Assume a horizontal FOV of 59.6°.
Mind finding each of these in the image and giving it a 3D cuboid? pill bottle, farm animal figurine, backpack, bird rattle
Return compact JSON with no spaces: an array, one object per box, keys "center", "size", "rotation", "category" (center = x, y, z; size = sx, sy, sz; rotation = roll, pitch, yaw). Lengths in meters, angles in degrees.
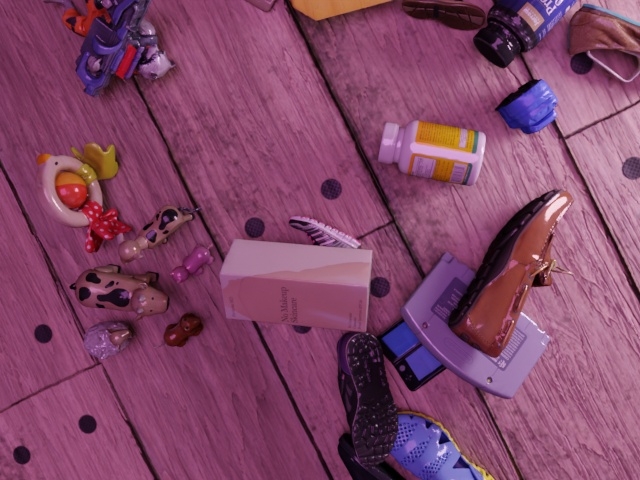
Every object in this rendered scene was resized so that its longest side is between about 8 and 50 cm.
[{"center":[0.233,-0.190,1.186],"size":[0.209,0.117,0.117],"rotation":[11,95,6],"category":"pill bottle"},{"center":[-0.408,0.096,1.255],"size":[0.327,0.172,0.330],"rotation":[-8,92,8],"category":"farm animal figurine"},{"center":[0.437,-0.277,1.154],"size":[0.098,0.120,0.101],"rotation":[-42,88,7],"category":"backpack"},{"center":[-0.549,-0.097,1.257],"size":[0.143,0.207,0.253],"rotation":[-6,83,26],"category":"bird rattle"},{"center":[0.423,-0.468,1.142],"size":[0.123,0.123,0.219],"rotation":[43,99,3],"category":"pill bottle"}]

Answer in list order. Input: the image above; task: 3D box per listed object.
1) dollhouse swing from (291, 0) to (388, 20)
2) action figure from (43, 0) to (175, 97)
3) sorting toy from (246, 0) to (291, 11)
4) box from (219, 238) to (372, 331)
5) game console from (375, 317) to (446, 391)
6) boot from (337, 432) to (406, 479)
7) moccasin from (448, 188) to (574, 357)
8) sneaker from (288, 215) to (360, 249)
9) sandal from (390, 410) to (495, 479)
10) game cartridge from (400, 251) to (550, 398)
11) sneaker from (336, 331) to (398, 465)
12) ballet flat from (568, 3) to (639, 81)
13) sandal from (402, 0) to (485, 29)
[{"center":[0.040,-0.696,1.184],"size":[0.347,0.315,0.305],"rotation":[-15,135,1],"category":"dollhouse swing"},{"center":[-0.439,-0.503,1.228],"size":[0.341,0.178,0.330],"rotation":[-37,93,32],"category":"action figure"},{"center":[-0.143,-0.640,1.242],"size":[0.348,0.047,0.196],"rotation":[32,97,4],"category":"sorting toy"},{"center":[-0.048,0.096,1.210],"size":[0.311,0.121,0.148],"rotation":[3,129,8],"category":"box"},{"center":[0.213,0.237,1.225],"size":[0.144,0.085,0.124],"rotation":[-39,52,8],"category":"game console"},{"center":[0.082,0.588,1.261],"size":[0.246,0.094,0.207],"rotation":[41,93,-3],"category":"boot"},{"center":[0.416,0.061,1.143],"size":[0.147,0.139,0.380],"rotation":[34,74,1],"category":"moccasin"},{"center":[0.000,0.000,1.253],"size":[0.171,0.063,0.074],"rotation":[24,90,0],"category":"sneaker"},{"center":[0.265,0.497,1.214],"size":[0.317,0.138,0.126],"rotation":[37,99,6],"category":"sandal"},{"center":[0.324,0.189,1.195],"size":[0.294,0.060,0.196],"rotation":[41,70,4],"category":"game cartridge"},{"center":[0.094,0.343,1.235],"size":[0.107,0.124,0.283],"rotation":[-3,85,-19],"category":"sneaker"},{"center":[0.669,-0.378,1.134],"size":[0.343,0.116,0.124],"rotation":[17,115,6],"category":"ballet flat"},{"center":[0.266,-0.501,1.196],"size":[0.180,0.072,0.049],"rotation":[16,74,10],"category":"sandal"}]
